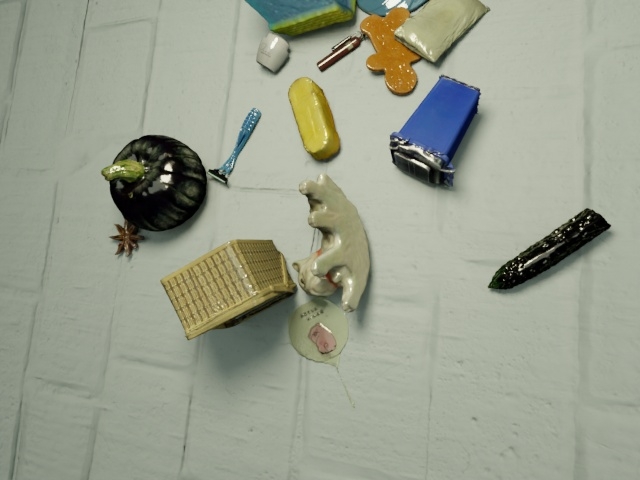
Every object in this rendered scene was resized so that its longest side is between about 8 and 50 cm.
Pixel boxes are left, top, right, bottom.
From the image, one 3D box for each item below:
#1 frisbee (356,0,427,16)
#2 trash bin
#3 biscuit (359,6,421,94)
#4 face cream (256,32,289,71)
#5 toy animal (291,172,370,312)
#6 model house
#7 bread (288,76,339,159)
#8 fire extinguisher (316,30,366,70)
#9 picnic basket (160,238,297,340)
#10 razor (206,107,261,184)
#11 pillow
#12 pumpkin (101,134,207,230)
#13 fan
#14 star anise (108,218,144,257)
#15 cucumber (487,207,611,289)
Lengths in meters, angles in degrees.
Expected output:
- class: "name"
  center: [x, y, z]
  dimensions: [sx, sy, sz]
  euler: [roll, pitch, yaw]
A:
- class: "frisbee"
  center: [0.219, -0.794, 1.198]
  dimensions: [0.290, 0.049, 0.288]
  euler: [-3, 81, 17]
- class: "trash bin"
  center: [0.304, -0.274, 1.049]
  dimensions: [0.184, 0.162, 0.234]
  euler: [31, 87, 18]
- class: "biscuit"
  center: [0.204, -0.527, 1.165]
  dimensions: [0.166, 0.036, 0.249]
  euler: [-16, 85, 0]
- class: "face cream"
  center: [-0.147, -0.575, 1.262]
  dimensions: [0.091, 0.091, 0.095]
  euler: [34, 102, 19]
- class: "toy animal"
  center: [0.000, 0.000, 1.089]
  dimensions: [0.308, 0.188, 0.266]
  euler: [46, 61, -17]
- class: "model house"
  center: [-0.047, -0.706, 1.147]
  dimensions: [0.238, 0.303, 0.215]
  euler: [-1, 74, 28]
- class: "bread"
  center: [-0.020, -0.349, 1.192]
  dimensions: [0.102, 0.094, 0.245]
  euler: [-23, 75, 23]
- class: "fire extinguisher"
  center: [0.063, -0.571, 1.229]
  dimensions: [0.173, 0.035, 0.048]
  euler: [-31, 37, 11]
- class: "picnic basket"
  center: [-0.215, 0.120, 1.076]
  dimensions: [0.228, 0.313, 0.175]
  euler: [-29, 85, 11]
- class: "razor"
  center: [-0.258, -0.298, 1.283]
  dimensions: [0.082, 0.042, 0.253]
  euler: [28, 89, 18]
- class: "pillow"
  center: [0.329, -0.599, 1.123]
  dimensions: [0.148, 0.050, 0.229]
  euler: [44, 87, 8]
- class: "pumpkin"
  center: [-0.499, -0.185, 1.222]
  dimensions: [0.296, 0.296, 0.295]
  euler: [-2, 82, 17]
- class: "fan"
  center: [0.023, 0.308, 1.128]
  dimensions: [0.182, 0.010, 0.309]
  euler: [-31, 74, 11]
- class: "star anise"
  center: [-0.636, -0.014, 1.361]
  dimensions: [0.141, 0.042, 0.140]
  euler: [-1, 85, 18]
- class: "cucumber"
  center: [0.533, 0.034, 0.978]
  dimensions: [0.300, 0.072, 0.072]
  euler: [-38, 73, 10]
